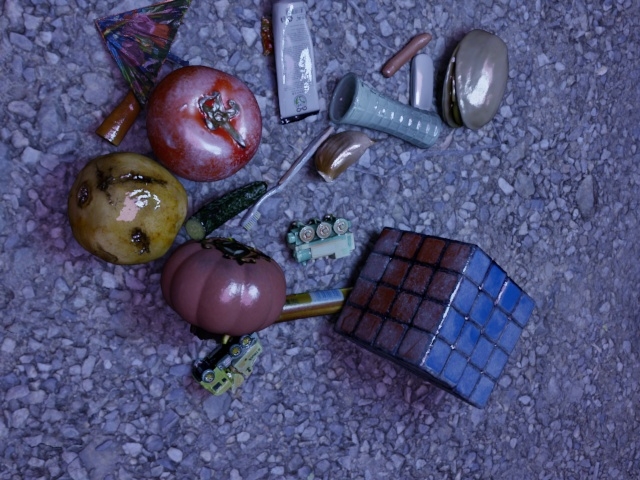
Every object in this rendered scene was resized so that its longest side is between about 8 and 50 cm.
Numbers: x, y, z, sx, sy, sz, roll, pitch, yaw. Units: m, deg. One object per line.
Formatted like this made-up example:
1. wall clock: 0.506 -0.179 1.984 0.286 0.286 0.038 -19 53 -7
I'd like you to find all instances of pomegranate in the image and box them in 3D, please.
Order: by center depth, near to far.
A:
1. pomegranate: -0.439 -0.071 1.352 0.260 0.260 0.260 -3 97 -23

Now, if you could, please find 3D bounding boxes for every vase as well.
1. vase: 0.187 -0.346 1.646 0.299 0.143 0.143 13 91 -27

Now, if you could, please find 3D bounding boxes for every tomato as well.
1. tomato: -0.277 -0.265 1.398 0.270 0.227 0.270 5 81 -35

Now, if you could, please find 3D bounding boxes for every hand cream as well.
1. hand cream: -0.068 -0.475 1.538 0.121 0.076 0.336 -17 114 -25

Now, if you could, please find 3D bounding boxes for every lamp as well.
1. lamp: -0.232 0.124 1.431 0.305 0.305 0.240 10 103 -24

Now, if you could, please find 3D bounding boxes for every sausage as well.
1. sausage: -0.026 0.175 1.645 0.371 0.082 0.082 -6 99 -24
2. sausage: 0.242 -0.528 1.695 0.186 0.043 0.043 -44 111 -12

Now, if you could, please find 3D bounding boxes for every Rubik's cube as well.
1. Rubik's cube: 0.305 0.200 1.617 0.337 0.344 0.344 37 79 -37

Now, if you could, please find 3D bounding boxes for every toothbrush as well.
1. toothbrush: -0.085 -0.174 1.602 0.375 0.028 0.037 -50 123 -10

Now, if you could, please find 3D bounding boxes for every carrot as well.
1. carrot: -0.450 -0.322 1.414 0.061 0.061 0.210 35 78 -23

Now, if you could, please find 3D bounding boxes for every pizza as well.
1. pizza: -0.105 -0.526 1.551 0.099 0.029 0.100 -3 98 -24

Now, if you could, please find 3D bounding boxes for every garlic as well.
1. garlic: 0.074 -0.236 1.600 0.198 0.128 0.090 -31 127 -1

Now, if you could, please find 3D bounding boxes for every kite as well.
1. kite: -0.418 -0.474 1.413 0.234 0.016 0.321 22 76 -12

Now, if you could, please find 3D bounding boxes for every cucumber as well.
1. cucumber: -0.223 -0.088 1.484 0.293 0.067 0.067 -42 115 -50

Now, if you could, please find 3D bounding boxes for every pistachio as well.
1. pistachio: 0.443 -0.464 1.720 0.197 0.166 0.288 12 91 -39

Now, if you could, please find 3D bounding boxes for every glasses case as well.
1. glasses case: 0.293 -0.454 1.727 0.063 0.041 0.164 -3 98 -22

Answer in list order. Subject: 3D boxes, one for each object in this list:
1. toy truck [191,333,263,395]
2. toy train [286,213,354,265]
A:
1. toy truck: -0.233 0.321 1.569 0.191 0.085 0.116 -43 119 -16
2. toy train: 0.000 0.000 1.635 0.194 0.081 0.125 -14 106 -23
